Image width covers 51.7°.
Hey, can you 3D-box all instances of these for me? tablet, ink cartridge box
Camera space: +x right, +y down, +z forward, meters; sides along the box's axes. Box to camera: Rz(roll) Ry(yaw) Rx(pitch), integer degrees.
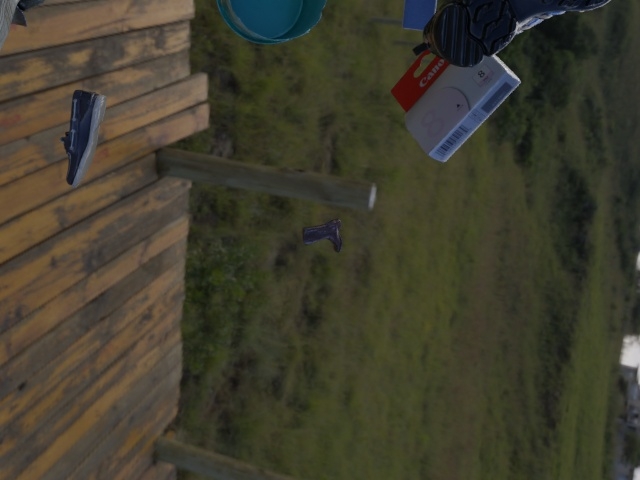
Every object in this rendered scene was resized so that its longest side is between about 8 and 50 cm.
[{"bbox_3d":[0.155,-0.369,1.024,0.006,0.054,0.083,-29,129,-52],"label":"tablet"},{"bbox_3d":[0.215,-0.279,1.172,0.066,0.232,0.189,16,124,-45],"label":"ink cartridge box"}]

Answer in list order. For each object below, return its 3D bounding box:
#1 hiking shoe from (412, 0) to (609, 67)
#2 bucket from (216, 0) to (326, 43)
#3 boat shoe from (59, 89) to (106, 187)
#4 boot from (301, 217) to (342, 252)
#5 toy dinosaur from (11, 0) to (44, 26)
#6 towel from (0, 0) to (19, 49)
[{"bbox_3d":[0.265,-0.329,0.856,0.132,0.304,0.113,-122,-173,-70],"label":"hiking shoe"},{"bbox_3d":[-0.136,-0.656,1.739,0.183,0.281,0.281,-149,-112,-70],"label":"bucket"},{"bbox_3d":[-0.493,-0.208,1.347,0.075,0.064,0.206,-94,-154,-68],"label":"boat shoe"},{"bbox_3d":[0.000,0.000,1.725,0.114,0.037,0.107,-20,122,-25],"label":"boot"},{"bbox_3d":[-0.743,-0.658,1.687,0.160,0.313,0.121,57,12,4],"label":"toy dinosaur"},{"bbox_3d":[-0.498,-0.417,0.999,0.312,0.056,0.324,115,-23,-55],"label":"towel"}]
